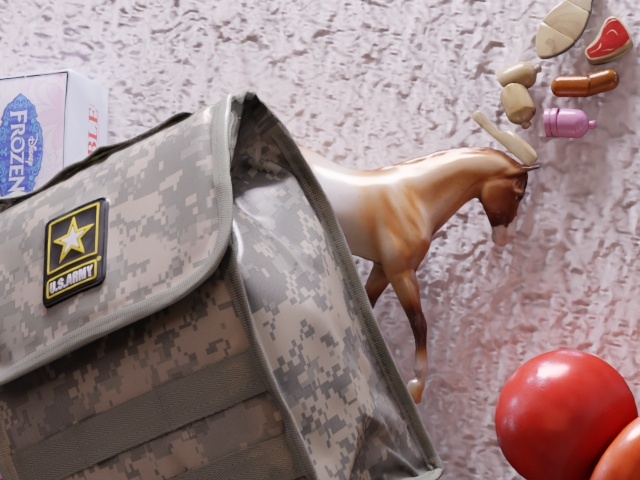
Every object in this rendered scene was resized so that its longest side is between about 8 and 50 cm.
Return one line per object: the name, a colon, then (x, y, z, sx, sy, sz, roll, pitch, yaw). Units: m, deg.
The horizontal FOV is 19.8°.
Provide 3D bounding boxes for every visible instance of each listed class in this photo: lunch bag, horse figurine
lunch bag: (-0.094, 0.071, 1.164, 0.235, 0.169, 0.287, -25, 86, 29)
horse figurine: (0.000, 0.000, 1.245, 0.263, 0.066, 0.174, 15, 94, 20)

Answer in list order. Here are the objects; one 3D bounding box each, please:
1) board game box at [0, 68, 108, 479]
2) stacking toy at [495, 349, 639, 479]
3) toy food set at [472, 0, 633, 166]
board game box: (-0.312, 0.047, 1.360, 0.318, 0.066, 0.318, -3, 80, 22)
stacking toy: (0.244, 0.172, 1.094, 0.330, 0.141, 0.141, 37, 95, 29)
toy food set: (0.163, -0.107, 1.223, 0.122, 0.019, 0.078, -46, 66, -1)
